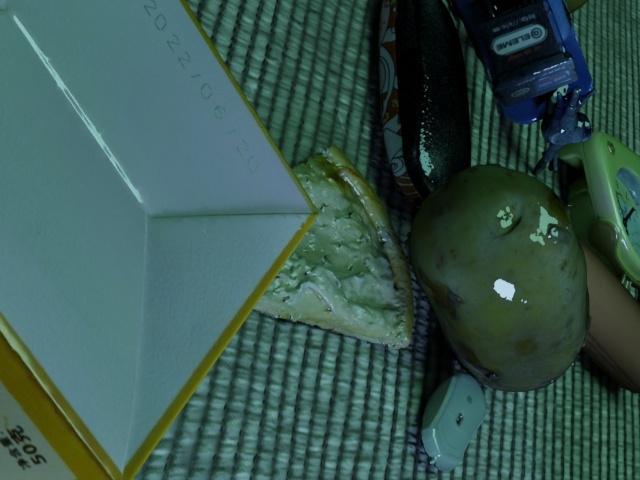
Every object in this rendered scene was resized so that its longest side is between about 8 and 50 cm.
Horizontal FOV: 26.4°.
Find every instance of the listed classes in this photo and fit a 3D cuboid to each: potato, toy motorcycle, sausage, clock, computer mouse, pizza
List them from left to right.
[{"bbox_3d":[0.000,0.000,1.152,0.262,0.034,0.181,10,65,-54],"label":"pizza"},{"bbox_3d":[0.112,0.166,1.231,0.056,0.032,0.110,55,42,-18],"label":"computer mouse"},{"bbox_3d":[0.173,0.042,1.250,0.262,0.165,0.165,61,29,-43],"label":"potato"},{"bbox_3d":[0.225,-0.208,1.495,0.358,0.125,0.212,27,45,-72],"label":"toy motorcycle"},{"bbox_3d":[0.311,0.082,1.527,0.289,0.086,0.086,45,39,-35],"label":"sausage"},{"bbox_3d":[0.365,-0.009,1.678,0.170,0.069,0.232,24,54,-49],"label":"clock"}]

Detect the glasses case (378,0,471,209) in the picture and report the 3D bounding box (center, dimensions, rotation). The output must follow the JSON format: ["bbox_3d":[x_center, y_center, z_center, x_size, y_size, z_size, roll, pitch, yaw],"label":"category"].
[{"bbox_3d":[0.104,-0.145,1.359,0.103,0.067,0.266,36,44,-43],"label":"glasses case"}]

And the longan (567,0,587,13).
[{"bbox_3d":[0.281,-0.342,1.684,0.155,0.145,0.176,-42,149,-42],"label":"longan"}]

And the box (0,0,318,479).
[{"bbox_3d":[-0.193,-0.033,0.712,0.283,0.214,0.259,57,37,-17],"label":"box"}]
